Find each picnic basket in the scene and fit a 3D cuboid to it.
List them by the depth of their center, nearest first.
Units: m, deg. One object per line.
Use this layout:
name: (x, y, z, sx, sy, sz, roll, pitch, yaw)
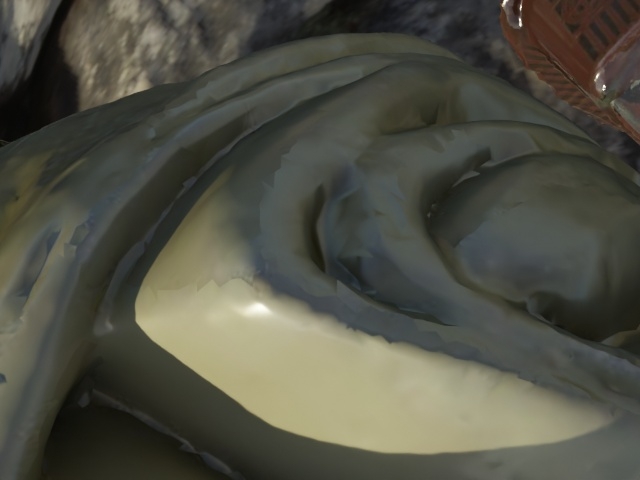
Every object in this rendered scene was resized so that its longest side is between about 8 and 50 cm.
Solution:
picnic basket: (0.286, -0.171, 1.088, 0.222, 0.129, 0.297, 34, 113, -30)

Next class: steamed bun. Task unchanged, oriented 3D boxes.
steamed bun: (0.021, 0.085, 0.492, 0.255, 0.368, 0.342, -40, 139, 22)

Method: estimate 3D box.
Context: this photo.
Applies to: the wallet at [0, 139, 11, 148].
wallet: (-0.370, -0.013, 1.418, 0.228, 0.406, 0.062, -49, 56, 16)
